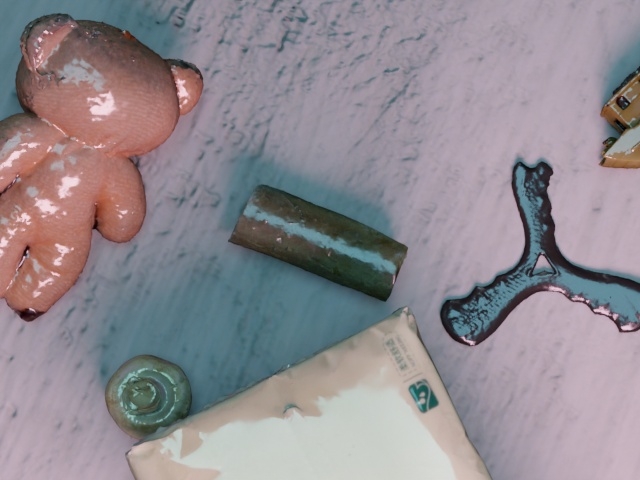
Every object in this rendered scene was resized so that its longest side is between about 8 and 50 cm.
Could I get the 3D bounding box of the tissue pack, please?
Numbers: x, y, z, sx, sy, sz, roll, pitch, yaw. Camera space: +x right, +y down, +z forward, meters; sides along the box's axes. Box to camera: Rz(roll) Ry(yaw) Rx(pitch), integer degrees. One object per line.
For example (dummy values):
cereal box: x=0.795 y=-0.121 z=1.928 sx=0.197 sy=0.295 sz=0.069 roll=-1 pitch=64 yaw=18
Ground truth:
tissue pack: x=0.035 y=0.292 z=1.596 sx=0.297 sy=0.207 sz=0.380 roll=-29 pitch=84 yaw=-6

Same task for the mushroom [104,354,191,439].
mushroom: x=-0.166 y=0.151 z=1.681 sx=0.083 sy=0.067 sz=0.084 roll=-1 pitch=84 yaw=6

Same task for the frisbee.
frisbee: x=0.215 y=0.012 z=1.736 sx=0.211 sy=0.012 sz=0.187 roll=-9 pitch=82 yaw=-1

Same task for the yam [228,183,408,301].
yam: x=0.000 y=0.000 z=1.706 sx=0.169 sy=0.068 sz=0.068 roll=20 pitch=82 yaw=1

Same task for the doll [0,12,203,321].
doll: x=-0.261 y=-0.077 z=1.694 sx=0.201 sy=0.156 sz=0.303 roll=22 pitch=104 yaw=-38

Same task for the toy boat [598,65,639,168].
toy boat: x=0.348 y=-0.149 z=1.740 sx=0.200 sy=0.057 sz=0.077 roll=-42 pitch=79 yaw=-6
